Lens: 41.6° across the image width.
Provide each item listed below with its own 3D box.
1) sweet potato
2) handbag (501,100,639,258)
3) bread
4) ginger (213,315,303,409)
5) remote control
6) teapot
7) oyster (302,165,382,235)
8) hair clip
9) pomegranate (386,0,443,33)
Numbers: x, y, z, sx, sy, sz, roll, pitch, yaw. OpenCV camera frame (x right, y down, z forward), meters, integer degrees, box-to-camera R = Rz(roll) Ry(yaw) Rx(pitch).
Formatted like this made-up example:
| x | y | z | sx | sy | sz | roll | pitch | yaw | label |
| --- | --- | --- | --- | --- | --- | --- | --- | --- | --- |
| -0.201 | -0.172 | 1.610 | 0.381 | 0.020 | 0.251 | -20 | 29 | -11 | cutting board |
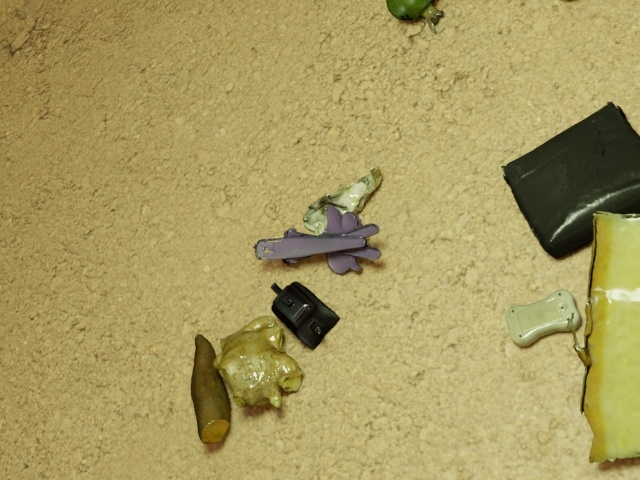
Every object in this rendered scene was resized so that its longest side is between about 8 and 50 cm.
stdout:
| x | y | z | sx | sy | sz | roll | pitch | yaw | label |
| --- | --- | --- | --- | --- | --- | --- | --- | --- | --- |
| -0.221 | 0.297 | 1.692 | 0.077 | 0.077 | 0.244 | -28 | 46 | 16 | sweet potato |
| 0.463 | -0.113 | 1.491 | 0.246 | 0.080 | 0.223 | -30 | 53 | 13 | handbag |
| 0.490 | 0.133 | 1.236 | 0.248 | 0.279 | 0.315 | 0 | 53 | 23 | bread |
| -0.121 | 0.247 | 1.637 | 0.157 | 0.102 | 0.216 | -21 | 46 | -12 | ginger |
| 0.380 | 0.133 | 1.441 | 0.122 | 0.032 | 0.074 | -21 | 56 | 19 | remote control |
| -0.045 | 0.135 | 1.652 | 0.087 | 0.096 | 0.177 | -49 | 51 | 0 | teapot |
| 0.050 | -0.068 | 1.742 | 0.199 | 0.061 | 0.106 | -23 | 77 | 21 | oyster |
| 0.004 | 0.000 | 1.688 | 0.278 | 0.090 | 0.137 | -4 | 88 | 29 | hair clip |
| 0.214 | -0.525 | 1.849 | 0.122 | 0.122 | 0.161 | -42 | 89 | 5 | pomegranate |
